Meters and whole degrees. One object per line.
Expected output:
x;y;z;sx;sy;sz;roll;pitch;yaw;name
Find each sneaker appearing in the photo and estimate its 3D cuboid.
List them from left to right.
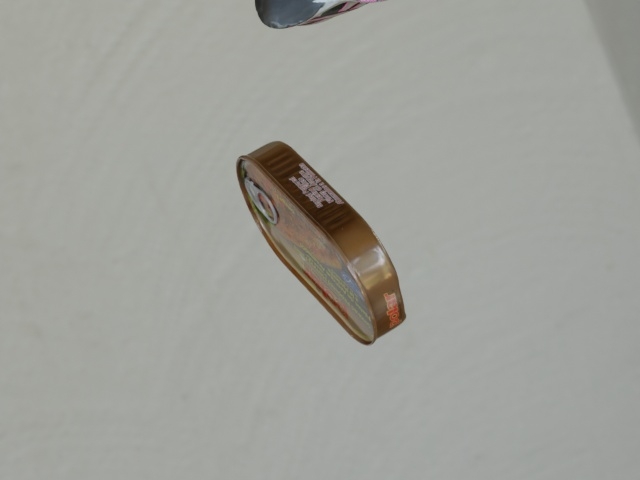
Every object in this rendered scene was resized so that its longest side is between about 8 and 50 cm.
0.024;-0.258;1.875;0.178;0.072;0.077;-14;0;7;sneaker

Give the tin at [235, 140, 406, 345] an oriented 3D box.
0.000;0.000;1.384;0.040;0.106;0.190;-27;47;-19;tin
